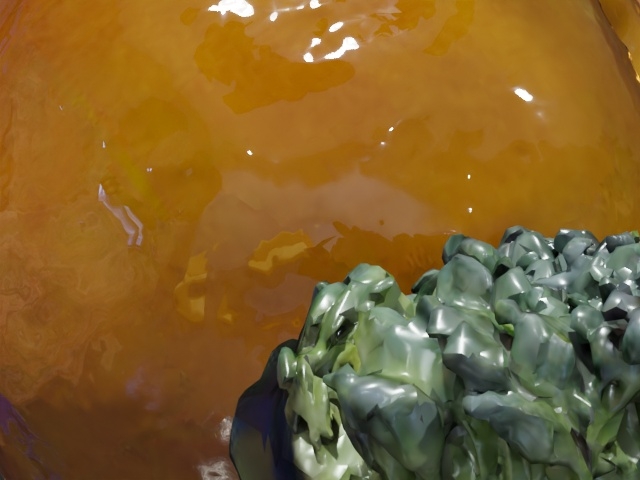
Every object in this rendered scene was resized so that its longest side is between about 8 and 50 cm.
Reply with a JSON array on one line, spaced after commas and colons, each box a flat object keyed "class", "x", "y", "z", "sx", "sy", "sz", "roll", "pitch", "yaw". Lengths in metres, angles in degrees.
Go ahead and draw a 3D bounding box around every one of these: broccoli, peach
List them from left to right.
[{"class": "peach", "x": 0.000, "y": 0.000, "z": 0.784, "sx": 0.301, "sy": 0.343, "sz": 0.343, "roll": -27, "pitch": -11, "yaw": 18}, {"class": "broccoli", "x": 0.077, "y": 0.146, "z": 0.489, "sx": 0.165, "sy": 0.304, "sz": 0.145, "roll": -6, "pitch": -1, "yaw": -34}]
